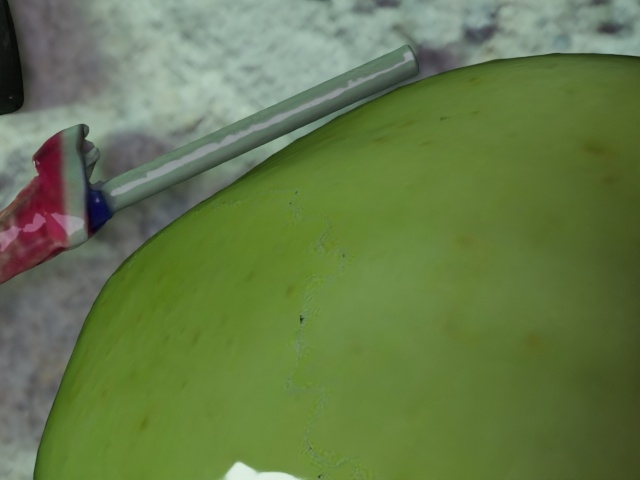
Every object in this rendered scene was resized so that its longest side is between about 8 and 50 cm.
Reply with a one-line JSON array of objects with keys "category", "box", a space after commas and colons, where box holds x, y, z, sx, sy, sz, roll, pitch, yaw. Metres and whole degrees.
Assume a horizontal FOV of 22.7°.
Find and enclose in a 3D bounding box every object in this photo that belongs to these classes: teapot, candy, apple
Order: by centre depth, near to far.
[{"category": "apple", "box": [0.070, 0.111, 0.572, 0.357, 0.357, 0.357, 0, 86, 7]}, {"category": "candy", "box": [-0.121, -0.010, 0.737, 0.365, 0.124, 0.124, -25, 84, -4]}, {"category": "teapot", "box": [-0.168, -0.117, 0.769, 0.043, 0.043, 0.110, -5, 83, 6]}]
